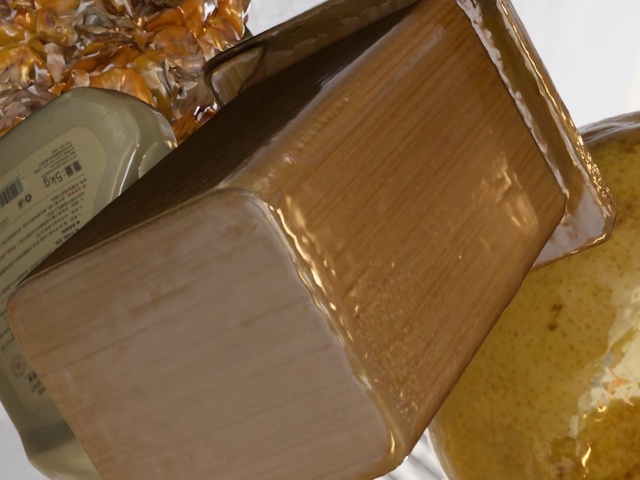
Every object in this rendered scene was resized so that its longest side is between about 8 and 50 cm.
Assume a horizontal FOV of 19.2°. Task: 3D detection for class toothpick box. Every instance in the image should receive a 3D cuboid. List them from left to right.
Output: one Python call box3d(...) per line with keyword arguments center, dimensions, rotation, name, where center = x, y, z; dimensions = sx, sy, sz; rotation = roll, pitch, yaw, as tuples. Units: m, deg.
box3d(center=(0.000, 0.000, 0.941), dimensions=(0.187, 0.190, 0.308), rotation=(-23, -168, 29), name="toothpick box")

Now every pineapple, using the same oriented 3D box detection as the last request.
box3d(center=(-0.194, -0.129, 1.333), dimensions=(0.352, 0.300, 0.352), rotation=(-9, 145, -6), name="pineapple")

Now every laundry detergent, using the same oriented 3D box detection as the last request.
box3d(center=(-0.119, 0.050, 1.091), dimensions=(0.181, 0.253, 0.091), rotation=(-37, 154, 25), name="laundry detergent")

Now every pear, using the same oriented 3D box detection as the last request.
box3d(center=(0.212, 0.066, 1.199), dimensions=(0.314, 0.314, 0.314), rotation=(-49, 172, -9), name="pear")
